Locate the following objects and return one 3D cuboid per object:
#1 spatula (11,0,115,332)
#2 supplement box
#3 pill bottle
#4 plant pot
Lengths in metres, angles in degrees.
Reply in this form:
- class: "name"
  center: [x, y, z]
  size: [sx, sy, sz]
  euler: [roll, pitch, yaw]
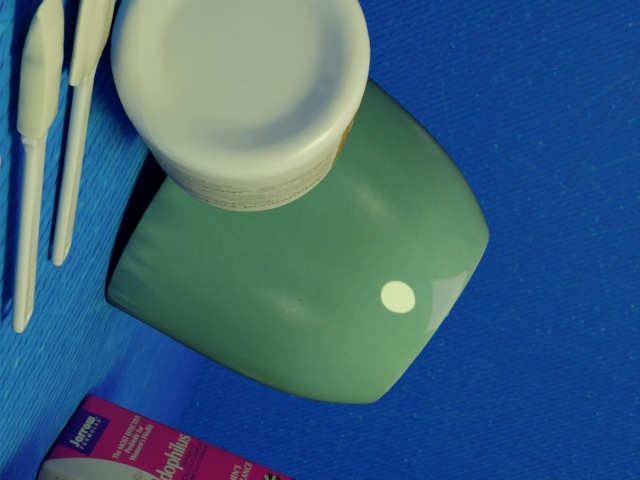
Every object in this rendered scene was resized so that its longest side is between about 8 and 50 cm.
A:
- class: "spatula"
  center: [-0.135, -0.019, 0.454]
  size: [0.242, 0.019, 0.168]
  euler: [115, -8, -47]
- class: "supplement box"
  center: [-0.145, 0.250, 0.918]
  size: [0.111, 0.220, 0.114]
  euler: [-70, -178, -62]
- class: "pill bottle"
  center: [-0.045, -0.085, 0.606]
  size: [0.229, 0.131, 0.131]
  euler: [123, -10, -84]
- class: "plant pot"
  center: [0.000, 0.000, 0.865]
  size: [0.293, 0.235, 0.293]
  euler: [-56, 179, -2]
